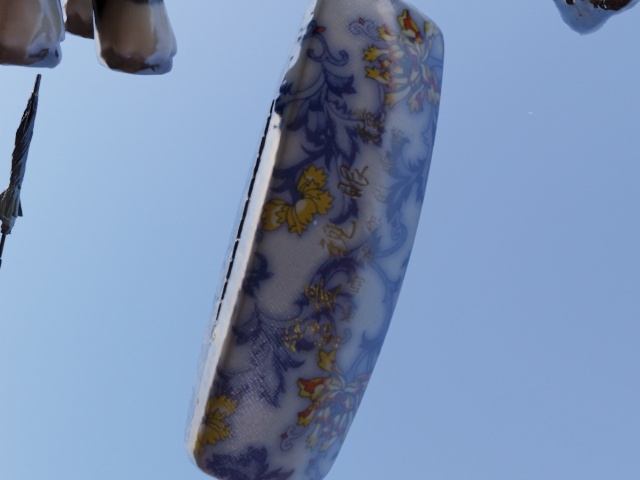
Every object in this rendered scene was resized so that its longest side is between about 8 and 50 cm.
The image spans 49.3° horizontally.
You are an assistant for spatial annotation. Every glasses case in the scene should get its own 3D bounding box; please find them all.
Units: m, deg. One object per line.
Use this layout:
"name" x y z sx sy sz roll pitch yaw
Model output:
"glasses case" 0.000 0.000 0.347 0.065 0.086 0.248 10 -94 63

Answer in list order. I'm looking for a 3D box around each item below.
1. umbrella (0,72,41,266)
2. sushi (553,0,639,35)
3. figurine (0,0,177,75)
"umbrella" -0.406 -0.090 0.924 0.044 0.044 0.269 23 -80 60
"sushi" 0.467 -0.478 1.035 0.207 0.348 0.234 48 -23 -3
"figurine" -0.118 -0.280 0.319 0.412 0.241 0.306 117 -28 -48
